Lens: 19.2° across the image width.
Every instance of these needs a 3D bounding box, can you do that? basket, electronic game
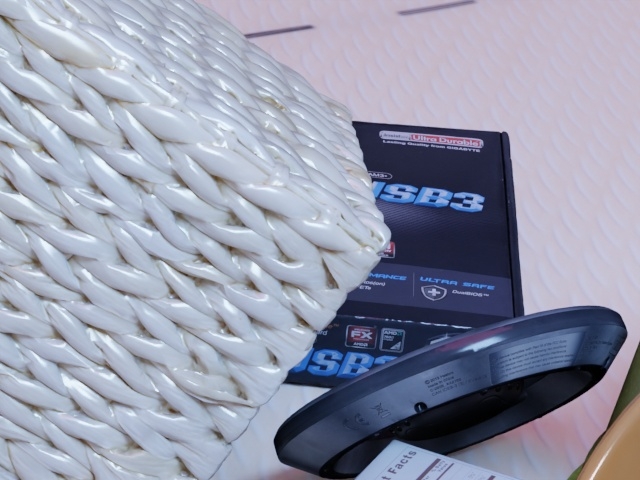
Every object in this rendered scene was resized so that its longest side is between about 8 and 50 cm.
[{"bbox_3d":[-0.171,-0.029,1.092,0.331,0.266,0.328,35,12,-13],"label":"basket"},{"bbox_3d":[0.080,0.093,1.167,0.229,0.229,0.048,-12,73,-25],"label":"electronic game"}]

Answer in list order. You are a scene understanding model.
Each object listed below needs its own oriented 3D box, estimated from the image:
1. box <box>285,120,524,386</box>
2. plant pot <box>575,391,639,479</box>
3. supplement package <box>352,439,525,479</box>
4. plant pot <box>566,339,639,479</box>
[{"bbox_3d":[0.000,0.000,1.426,0.295,0.073,0.293,6,32,1],"label":"box"},{"bbox_3d":[0.276,0.190,0.894,0.291,0.203,0.291,-30,35,24],"label":"plant pot"},{"bbox_3d":[0.093,0.201,1.056,0.179,0.105,0.105,14,33,30],"label":"supplement package"},{"bbox_3d":[0.284,0.101,1.120,0.276,0.254,0.276,3,32,-2],"label":"plant pot"}]
